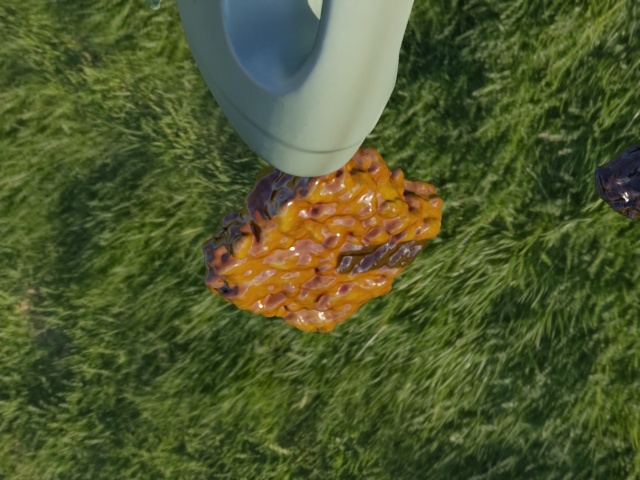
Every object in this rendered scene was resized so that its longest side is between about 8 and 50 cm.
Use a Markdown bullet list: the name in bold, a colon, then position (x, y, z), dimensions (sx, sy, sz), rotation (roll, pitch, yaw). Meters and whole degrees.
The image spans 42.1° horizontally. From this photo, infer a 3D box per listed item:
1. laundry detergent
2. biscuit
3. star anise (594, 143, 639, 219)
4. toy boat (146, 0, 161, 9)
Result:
- **laundry detergent**: position (0.007, -0.236, 0.404), dimensions (0.125, 0.398, 0.264), rotation (-5, 62, -17)
- **biscuit**: position (0.000, 0.000, 1.222), dimensions (0.318, 0.312, 0.110), rotation (-40, 50, 22)
- **star anise**: position (0.456, -0.077, 1.026), dimensions (0.220, 0.190, 0.126), rotation (-16, 79, 34)
- **toy boat**: position (-0.205, -0.403, 0.907), dimensions (0.093, 0.055, 0.293), rotation (-19, 102, 4)
